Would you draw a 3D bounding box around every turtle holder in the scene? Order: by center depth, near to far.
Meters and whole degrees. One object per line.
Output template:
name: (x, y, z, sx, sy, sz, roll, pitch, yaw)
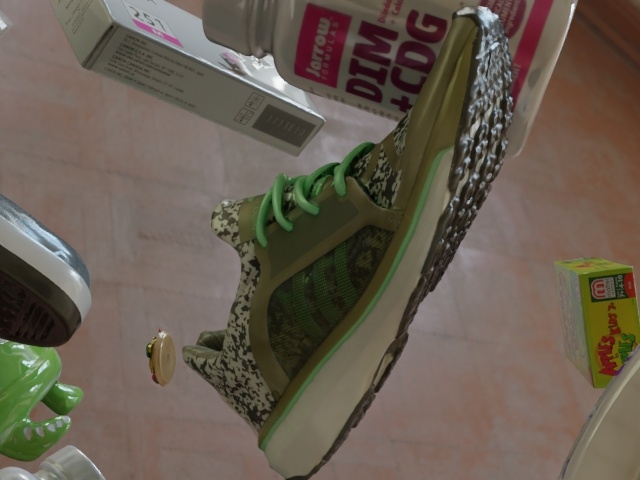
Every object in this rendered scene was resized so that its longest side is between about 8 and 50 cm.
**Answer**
turtle holder: (-0.384, 0.149, 0.959, 0.227, 0.243, 0.320, 51, 27, -8)

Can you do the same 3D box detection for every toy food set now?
toy food set: (-0.229, 0.170, 1.543, 0.020, 0.083, 0.083, -2, 15, 11)

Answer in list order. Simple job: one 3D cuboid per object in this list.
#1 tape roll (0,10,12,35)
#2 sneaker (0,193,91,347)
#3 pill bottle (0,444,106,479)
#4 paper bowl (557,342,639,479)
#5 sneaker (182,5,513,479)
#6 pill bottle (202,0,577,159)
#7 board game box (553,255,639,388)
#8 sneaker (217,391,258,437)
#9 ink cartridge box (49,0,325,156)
tape roll: (-0.457, -0.202, 1.070, 0.169, 0.246, 0.246, 50, 37, -17)
sneaker: (-0.220, -0.081, 0.583, 0.295, 0.124, 0.178, 33, 57, -2)
pill bottle: (-0.363, 0.348, 1.179, 0.272, 0.152, 0.152, -33, 77, -31)
paper bowl: (0.213, 0.130, 0.335, 0.284, 0.284, 0.148, 55, 7, 17)
sneaker: (0.000, 0.000, 0.794, 0.182, 0.410, 0.158, 30, 27, 9)
pill bottle: (0.056, -0.185, 0.886, 0.283, 0.160, 0.160, 20, 40, 7)
board game box: (0.236, 0.065, 0.914, 0.181, 0.043, 0.092, -16, 98, -84)
sneaker: (-0.074, 0.284, 1.822, 0.226, 0.163, 0.086, 38, 59, 2)
ink cartridge box: (-0.150, -0.212, 1.100, 0.275, 0.060, 0.239, 19, 28, -43)
